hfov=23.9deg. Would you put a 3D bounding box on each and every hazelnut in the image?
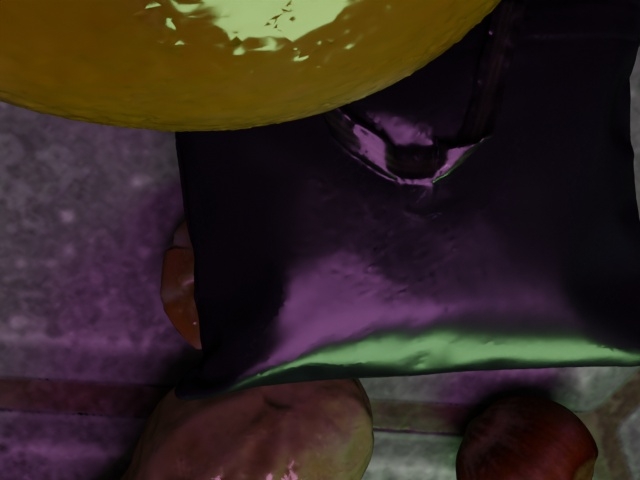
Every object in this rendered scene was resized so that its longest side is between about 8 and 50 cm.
[{"bbox_3d":[0.123,0.137,0.918,0.086,0.086,0.086,-6,122,-9],"label":"hazelnut"}]

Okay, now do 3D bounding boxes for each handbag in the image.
[{"bbox_3d":[0.049,-0.032,0.757,0.254,0.089,0.211,-3,92,-8],"label":"handbag"}]

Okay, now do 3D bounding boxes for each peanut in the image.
[{"bbox_3d":[-0.075,0.158,0.856,0.123,0.123,0.256,33,110,-28],"label":"peanut"}]

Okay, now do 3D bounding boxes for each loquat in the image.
[{"bbox_3d":[-0.072,-0.198,0.544,0.328,0.359,0.328,5,81,-38],"label":"loquat"}]

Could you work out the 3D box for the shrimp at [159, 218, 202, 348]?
[{"bbox_3d":[0.000,0.000,0.815,0.184,0.043,0.091,-22,93,-6],"label":"shrimp"}]
